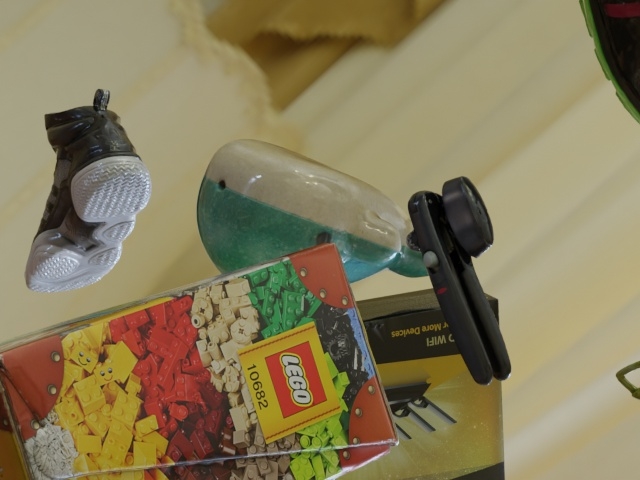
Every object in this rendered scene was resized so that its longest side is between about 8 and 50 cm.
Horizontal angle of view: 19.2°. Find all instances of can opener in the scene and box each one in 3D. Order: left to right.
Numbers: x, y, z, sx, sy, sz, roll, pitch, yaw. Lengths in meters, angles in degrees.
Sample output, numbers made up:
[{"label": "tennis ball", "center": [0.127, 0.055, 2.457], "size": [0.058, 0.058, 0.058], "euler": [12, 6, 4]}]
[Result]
[{"label": "can opener", "center": [0.122, 0.038, 1.659], "size": [0.073, 0.059, 0.186], "euler": [-30, -110, 52]}]

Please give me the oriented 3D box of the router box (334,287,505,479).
[{"label": "router box", "center": [0.032, 0.188, 1.906], "size": [0.081, 0.309, 0.243], "euler": [-152, -124, -64]}]

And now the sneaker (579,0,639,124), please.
[{"label": "sneaker", "center": [0.335, -0.244, 1.696], "size": [0.483, 0.185, 0.202], "euler": [54, -15, -19]}]

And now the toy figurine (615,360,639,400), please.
[{"label": "toy figurine", "center": [0.483, 0.166, 1.981], "size": [0.191, 0.362, 0.217], "euler": [57, 21, -8]}]

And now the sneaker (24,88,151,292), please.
[{"label": "sneaker", "center": [-0.278, -0.058, 2.172], "size": [0.101, 0.268, 0.153], "euler": [3, 56, -30]}]

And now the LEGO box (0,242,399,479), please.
[{"label": "LEGO box", "center": [-0.247, 0.180, 1.655], "size": [0.372, 0.500, 0.193], "euler": [-19, 91, -45]}]

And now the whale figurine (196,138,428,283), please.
[{"label": "whale figurine", "center": [0.000, 0.000, 1.837], "size": [0.272, 0.141, 0.216], "euler": [20, 4, -40]}]
